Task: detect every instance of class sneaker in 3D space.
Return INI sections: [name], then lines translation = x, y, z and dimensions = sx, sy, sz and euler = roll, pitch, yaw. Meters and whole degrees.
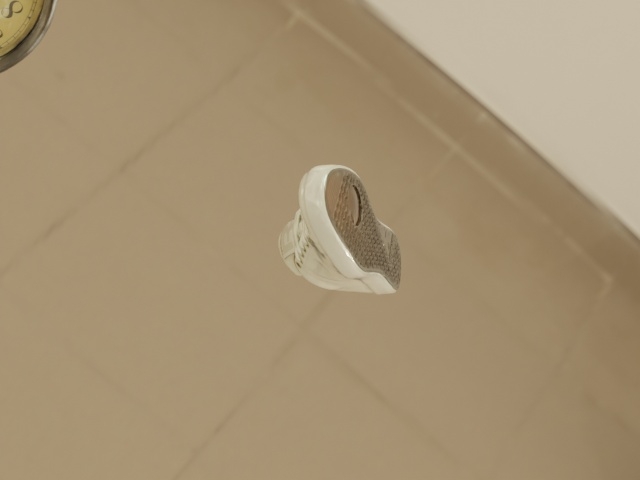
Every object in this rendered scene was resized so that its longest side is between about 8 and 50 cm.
[sneaker]
translation = 0.000, 0.000, 2.150
dimensions = 0.290, 0.123, 0.106
euler = 55, 37, -65

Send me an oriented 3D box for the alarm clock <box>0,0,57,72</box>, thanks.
[alarm clock]
translation = -0.245, -0.159, 1.229
dimensions = 0.129, 0.192, 0.064
euler = 58, 6, -27
